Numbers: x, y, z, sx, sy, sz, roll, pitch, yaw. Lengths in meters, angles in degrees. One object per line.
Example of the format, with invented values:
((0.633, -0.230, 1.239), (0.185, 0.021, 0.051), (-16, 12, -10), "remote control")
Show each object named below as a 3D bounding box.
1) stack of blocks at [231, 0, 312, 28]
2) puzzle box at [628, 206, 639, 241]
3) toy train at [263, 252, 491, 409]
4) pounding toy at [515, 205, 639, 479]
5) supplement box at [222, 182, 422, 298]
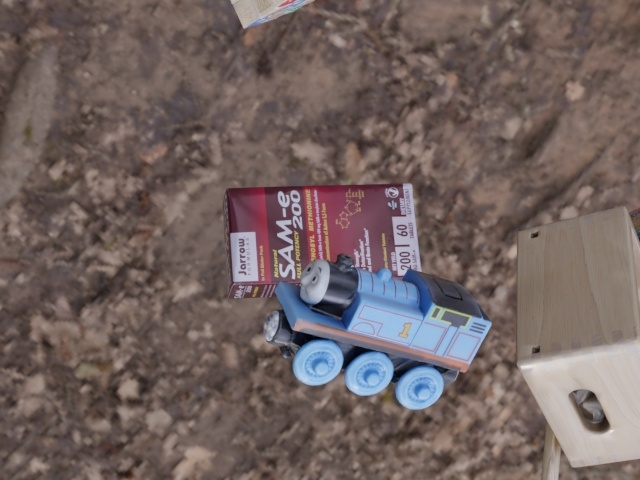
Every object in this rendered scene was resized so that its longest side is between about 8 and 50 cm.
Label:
((0.008, -0.442, 1.677), (0.297, 0.087, 0.171), (-20, -173, 45), "stack of blocks")
((0.728, -0.096, 1.885), (0.409, 0.052, 0.272), (-33, -174, 15), "puzzle box")
((0.046, 0.071, 0.894), (0.184, 0.080, 0.105), (17, 109, -24), "toy train")
((0.165, 0.081, 0.676), (0.141, 0.100, 0.130), (58, 29, -37), "pounding toy")
((0.000, 0.000, 1.365), (0.239, 0.130, 0.073), (-3, 163, -10), "supplement box")
